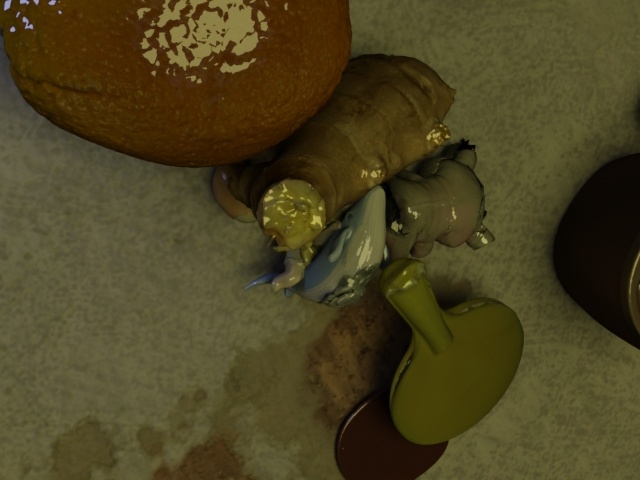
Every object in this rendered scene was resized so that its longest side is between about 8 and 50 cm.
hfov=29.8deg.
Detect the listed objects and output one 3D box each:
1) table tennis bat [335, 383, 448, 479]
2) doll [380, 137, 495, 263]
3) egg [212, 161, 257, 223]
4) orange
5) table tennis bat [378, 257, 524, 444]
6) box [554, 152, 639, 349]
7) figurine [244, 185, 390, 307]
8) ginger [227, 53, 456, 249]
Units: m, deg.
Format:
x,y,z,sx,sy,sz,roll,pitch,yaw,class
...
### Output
x,y,z,sx,sy,sz,roll,pitch,yaw,class
0.142,0.249,1.683,0.274,0.021,0.154,-32,115,-14,table tennis bat
0.143,-0.048,1.561,0.192,0.095,0.149,-15,83,-35,doll
-0.095,-0.061,1.467,0.083,0.071,0.071,43,82,-9,egg
-0.154,-0.232,1.252,0.357,0.322,0.322,-7,105,-19,orange
0.157,0.140,1.571,0.224,0.054,0.368,-44,138,-8,table tennis bat
0.483,0.020,1.681,0.301,0.216,0.300,-6,103,-25,box
0.000,0.000,1.487,0.208,0.183,0.128,-38,153,23,figurine
-0.005,-0.123,1.376,0.375,0.236,0.166,-24,137,-52,ginger
